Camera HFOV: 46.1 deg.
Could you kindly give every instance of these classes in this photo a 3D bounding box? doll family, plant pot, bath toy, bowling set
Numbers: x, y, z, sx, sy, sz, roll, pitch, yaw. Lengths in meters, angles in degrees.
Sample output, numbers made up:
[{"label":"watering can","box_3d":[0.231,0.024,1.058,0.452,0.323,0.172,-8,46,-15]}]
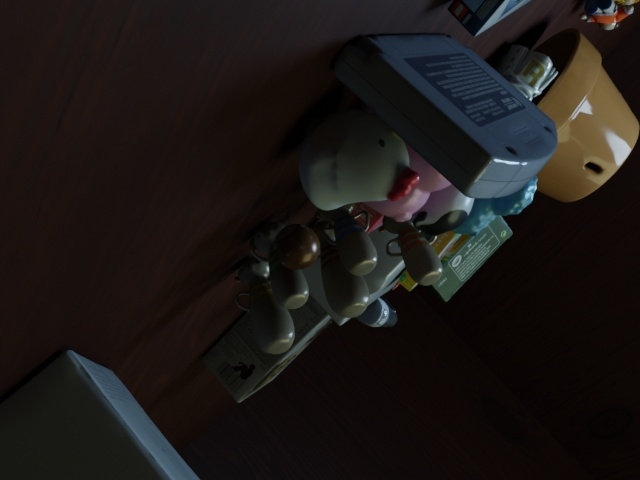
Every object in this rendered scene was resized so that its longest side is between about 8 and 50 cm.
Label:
[{"label":"doll family","box_3d":[0.615,-0.462,1.383,0.163,0.262,0.118,2,92,-59]},{"label":"plant pot","box_3d":[0.432,-0.206,1.376,0.291,0.203,0.291,-50,-169,14]},{"label":"bath toy","box_3d":[0.123,-0.078,0.855,0.348,0.129,0.151,5,103,-52]},{"label":"bowling set","box_3d":[0.000,0.000,0.955,0.287,0.154,0.200,-24,143,2]}]

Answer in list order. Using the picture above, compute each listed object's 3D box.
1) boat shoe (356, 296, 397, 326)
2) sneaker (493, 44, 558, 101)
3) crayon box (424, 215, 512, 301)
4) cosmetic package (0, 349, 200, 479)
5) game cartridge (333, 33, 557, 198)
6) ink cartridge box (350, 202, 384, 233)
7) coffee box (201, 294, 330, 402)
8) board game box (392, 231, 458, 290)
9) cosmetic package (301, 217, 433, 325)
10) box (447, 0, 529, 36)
[{"label":"boat shoe","box_3d":[0.073,0.112,1.550,0.076,0.228,0.080,24,94,-45]},{"label":"sneaker","box_3d":[0.295,-0.227,1.198,0.169,0.108,0.292,-51,-170,29]},{"label":"crayon box","box_3d":[0.232,-0.023,1.637,0.203,0.083,0.323,-45,-148,-4]},{"label":"cosmetic package","box_3d":[-0.238,0.258,0.831,0.138,0.225,0.224,-38,170,-13]},{"label":"game cartridge","box_3d":[0.149,-0.134,0.777,0.060,0.196,0.294,-56,166,28]},{"label":"ink cartridge box","box_3d":[0.130,-0.127,1.078,0.218,0.092,0.158,-51,168,34]},{"label":"coffee box","box_3d":[-0.069,0.160,1.465,0.297,0.119,0.168,-46,170,18]},{"label":"board game box","box_3d":[0.216,-0.016,1.247,0.259,0.039,0.124,-53,169,32]},{"label":"cosmetic package","box_3d":[0.098,0.006,1.358,0.197,0.155,0.365,-46,170,15]},{"label":"box","box_3d":[0.250,-0.320,0.795,0.233,0.044,0.159,-38,173,-38]}]
